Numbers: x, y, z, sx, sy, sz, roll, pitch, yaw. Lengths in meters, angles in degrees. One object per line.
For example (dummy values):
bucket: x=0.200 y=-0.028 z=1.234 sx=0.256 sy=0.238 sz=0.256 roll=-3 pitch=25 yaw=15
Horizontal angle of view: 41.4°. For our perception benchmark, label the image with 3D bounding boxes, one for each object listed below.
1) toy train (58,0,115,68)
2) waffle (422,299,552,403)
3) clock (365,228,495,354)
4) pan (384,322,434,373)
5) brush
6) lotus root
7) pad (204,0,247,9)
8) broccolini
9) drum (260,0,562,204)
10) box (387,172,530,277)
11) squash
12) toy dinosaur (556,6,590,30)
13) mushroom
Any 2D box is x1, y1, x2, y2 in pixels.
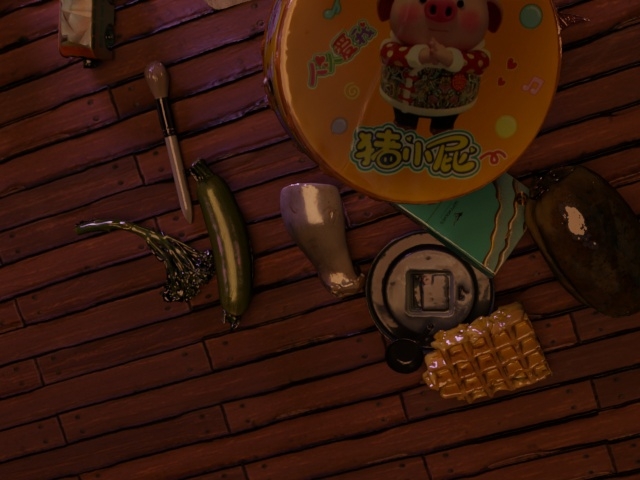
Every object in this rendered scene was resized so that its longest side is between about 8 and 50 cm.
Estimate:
toy train: x=-0.405 y=-0.396 z=1.480 sx=0.072 sy=0.099 sz=0.188 roll=6 pitch=99 yaw=8
waffle: x=0.274 y=0.203 z=1.457 sx=0.211 sy=0.055 sz=0.160 roll=-21 pitch=124 yaw=11
clock: x=0.192 y=0.088 z=1.490 sx=0.226 sy=0.049 sz=0.226 roll=1 pitch=100 yaw=8
pan: x=0.161 y=0.182 z=1.473 sx=0.068 sy=0.023 sz=0.115 roll=37 pitch=113 yaw=-3
brush: x=-0.271 y=-0.175 z=1.529 sx=0.042 sy=0.039 sz=0.299 roll=-15 pitch=101 yaw=-28
lotus root: x=0.447 y=0.005 z=1.374 sx=0.160 sy=0.152 sz=0.275 roll=-40 pitch=106 yaw=-14
pad: x=-0.081 y=-0.553 z=1.425 sx=0.323 sy=0.055 sz=0.250 roll=-11 pitch=97 yaw=28
broccolini: x=-0.326 y=0.035 z=1.556 sx=0.271 sy=0.062 sz=0.123 roll=18 pitch=86 yaw=0
drum: x=0.123 y=-0.268 z=1.258 sx=0.431 sy=0.214 sz=0.431 roll=-3 pitch=104 yaw=-10
box: x=0.242 y=-0.067 z=1.431 sx=0.229 sy=0.041 sz=0.162 roll=36 pitch=80 yaw=2
squash: x=-0.165 y=0.004 z=1.515 sx=0.071 sy=0.080 sz=0.318 roll=-6 pitch=101 yaw=27
toy dinosaur: x=0.335 y=-0.336 z=1.406 sx=0.220 sy=0.032 sz=0.108 roll=-11 pitch=100 yaw=13
mushroom: x=0.000 y=0.000 z=1.480 sx=0.116 sy=0.093 sz=0.225 roll=-4 pitch=107 yaw=35
